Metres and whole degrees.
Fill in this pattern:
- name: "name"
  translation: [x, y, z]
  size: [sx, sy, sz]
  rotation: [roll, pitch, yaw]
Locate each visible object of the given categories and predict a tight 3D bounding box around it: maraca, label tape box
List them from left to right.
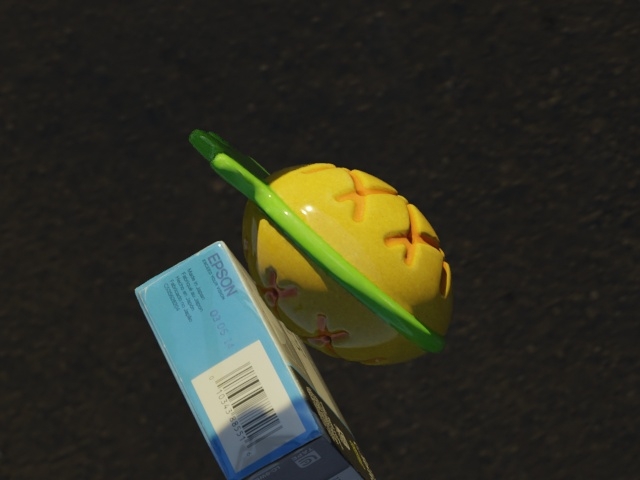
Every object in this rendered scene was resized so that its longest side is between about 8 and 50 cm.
- name: "label tape box"
  translation: [-0.037, 0.179, 1.858]
  size: [0.106, 0.334, 0.241]
  rotation: [-31, 58, 3]
- name: "maraca"
  translation: [0.000, 0.000, 1.056]
  size: [0.185, 0.127, 0.099]
  rotation: [41, 92, 4]
